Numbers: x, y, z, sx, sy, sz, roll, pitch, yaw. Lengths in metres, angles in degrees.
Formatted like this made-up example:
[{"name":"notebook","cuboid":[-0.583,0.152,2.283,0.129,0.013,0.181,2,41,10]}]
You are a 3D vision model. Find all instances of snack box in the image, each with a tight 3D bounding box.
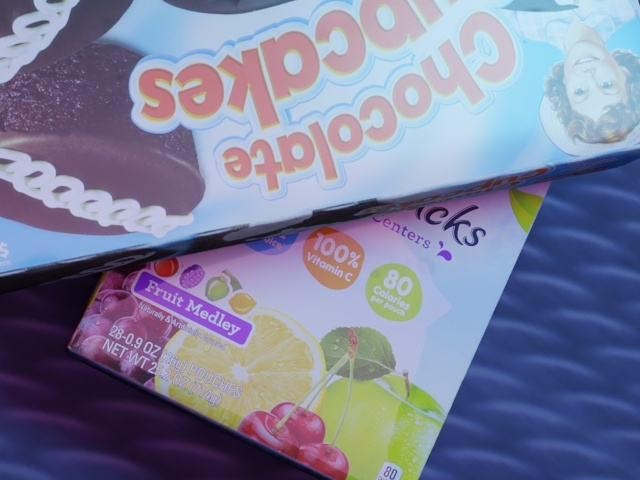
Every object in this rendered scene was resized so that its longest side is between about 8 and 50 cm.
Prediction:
[{"name":"snack box","cuboid":[-0.019,-0.098,0.581,0.322,0.060,0.187,-12,83,-14]},{"name":"snack box","cuboid":[0.000,0.000,0.639,0.174,0.070,0.207,27,77,-8]}]
